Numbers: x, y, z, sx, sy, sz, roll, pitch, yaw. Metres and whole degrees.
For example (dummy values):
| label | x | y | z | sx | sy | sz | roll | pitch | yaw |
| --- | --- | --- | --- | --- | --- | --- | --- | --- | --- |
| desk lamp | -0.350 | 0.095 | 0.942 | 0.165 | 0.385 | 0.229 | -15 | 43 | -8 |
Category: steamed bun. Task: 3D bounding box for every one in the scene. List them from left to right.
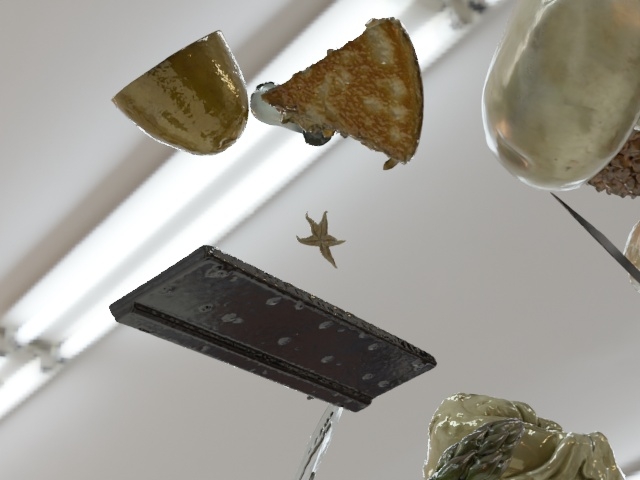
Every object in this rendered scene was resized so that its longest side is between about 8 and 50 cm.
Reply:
| label | x | y | z | sx | sy | sz | roll | pitch | yaw |
| --- | --- | --- | --- | --- | --- | --- | --- | --- | --- |
| steamed bun | 0.299 | 0.379 | 1.856 | 0.276 | 0.203 | 0.289 | -11 | -47 | 32 |

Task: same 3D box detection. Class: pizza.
| label | x | y | z | sx | sy | sz | roll | pitch | yaw |
| --- | --- | --- | --- | --- | --- | --- | --- | --- | --- |
| pizza | 0.026 | -0.176 | 1.492 | 0.198 | 0.188 | 0.062 | -2 | -3 | -3 |

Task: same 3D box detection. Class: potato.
| label | x | y | z | sx | sy | sz | roll | pitch | yaw |
| --- | --- | --- | --- | --- | --- | --- | --- | --- | --- |
| potato | -0.182 | -0.196 | 1.782 | 0.178 | 0.203 | 0.158 | -32 | -88 | 23 |

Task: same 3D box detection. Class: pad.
| label | x | y | z | sx | sy | sz | roll | pitch | yaw |
| --- | --- | --- | --- | --- | --- | --- | --- | --- | --- |
| pad | 0.334 | 0.050 | 1.234 | 0.004 | 0.243 | 0.163 | -46 | -34 | 12 |

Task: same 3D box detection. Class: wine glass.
| label | x | y | z | sx | sy | sz | roll | pitch | yaw |
| --- | --- | --- | --- | --- | --- | --- | --- | --- | --- |
| wine glass | -0.040 | -0.195 | 1.884 | 0.072 | 0.155 | 0.072 | -16 | -61 | -32 |

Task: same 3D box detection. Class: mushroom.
| label | x | y | z | sx | sy | sz | roll | pitch | yaw |
| --- | --- | --- | --- | --- | --- | --- | --- | --- | --- |
| mushroom | 0.341 | -0.225 | 1.497 | 0.356 | 0.315 | 0.315 | -24 | -41 | 37 |

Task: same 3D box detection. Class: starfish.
| label | x | y | z | sx | sy | sz | roll | pitch | yaw |
| --- | --- | --- | --- | --- | --- | --- | --- | --- | --- |
| starfish | 0.000 | 0.000 | 1.751 | 0.092 | 0.086 | 0.016 | -4 | 10 | 43 |

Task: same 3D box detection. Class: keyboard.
| label | x | y | z | sx | sy | sz | roll | pitch | yaw |
| --- | --- | --- | --- | --- | --- | --- | --- | --- | --- |
| keyboard | -0.025 | 0.077 | 0.942 | 0.101 | 0.018 | 0.309 | -32 | -35 | 23 |

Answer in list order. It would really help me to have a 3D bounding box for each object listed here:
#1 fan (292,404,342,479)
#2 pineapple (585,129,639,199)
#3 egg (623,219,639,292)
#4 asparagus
| label | x | y | z | sx | sy | sz | roll | pitch | yaw |
| --- | --- | --- | --- | --- | --- | --- | --- | --- | --- |
| fan | -0.014 | 0.323 | 1.640 | 0.009 | 0.191 | 0.329 | 23 | -45 | 11 |
| pineapple | 0.545 | -0.137 | 1.933 | 0.357 | 0.223 | 0.223 | 28 | -41 | -1 |
| egg | 0.670 | 0.023 | 2.255 | 0.233 | 0.195 | 0.195 | -24 | -41 | 35 |
| asparagus | 0.178 | 0.311 | 1.599 | 0.287 | 0.080 | 0.080 | -33 | -22 | -33 |
